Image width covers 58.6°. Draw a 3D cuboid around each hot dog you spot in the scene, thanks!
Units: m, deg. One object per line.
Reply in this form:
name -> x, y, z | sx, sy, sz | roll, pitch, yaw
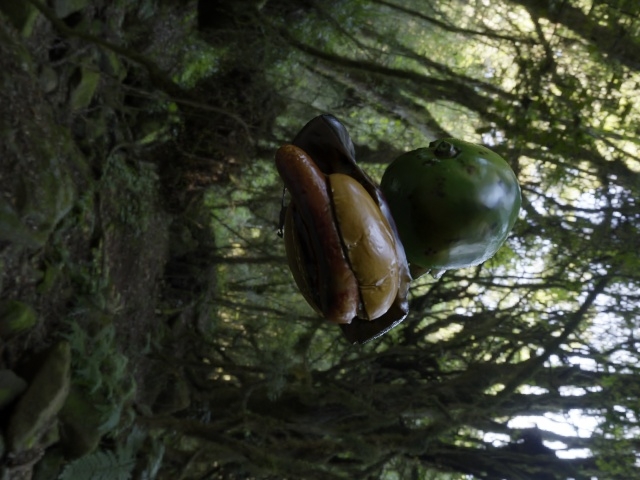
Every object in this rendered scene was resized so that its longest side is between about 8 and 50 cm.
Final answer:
hot dog -> 0.006, -0.001, 0.810 | 0.194, 0.107, 0.325 | -33, -95, 29

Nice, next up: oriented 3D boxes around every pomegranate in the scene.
pomegranate -> 0.211, -0.032, 0.984 | 0.301, 0.236, 0.235 | 92, -9, -46
